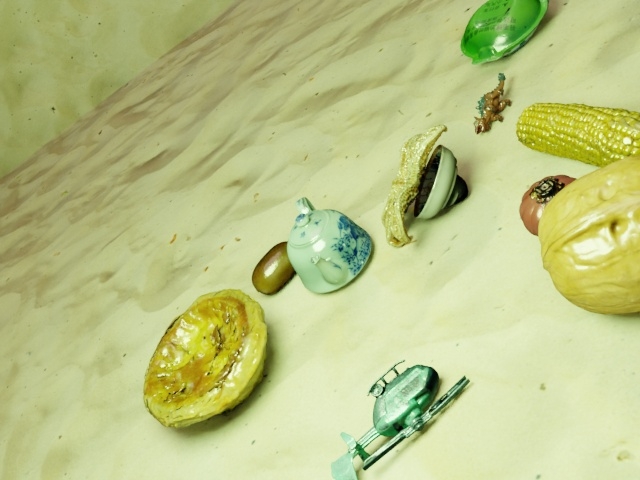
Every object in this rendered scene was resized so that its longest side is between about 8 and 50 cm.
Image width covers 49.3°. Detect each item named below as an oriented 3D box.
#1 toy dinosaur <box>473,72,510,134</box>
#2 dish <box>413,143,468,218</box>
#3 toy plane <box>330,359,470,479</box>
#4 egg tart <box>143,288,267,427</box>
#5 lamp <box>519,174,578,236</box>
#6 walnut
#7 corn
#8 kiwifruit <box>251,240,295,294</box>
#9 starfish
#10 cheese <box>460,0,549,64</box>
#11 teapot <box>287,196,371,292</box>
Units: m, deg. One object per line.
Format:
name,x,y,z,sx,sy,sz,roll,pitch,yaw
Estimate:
toy dinosaur,0.337,-0.268,1.366,0.055,0.049,0.154,-1,55,48
dish,0.228,-0.096,1.260,0.141,0.078,0.141,-163,90,-86
toy plane,0.102,0.254,1.000,0.235,0.060,0.096,-40,46,-7
egg tart,-0.199,0.226,1.276,0.290,0.115,0.290,-28,37,23
lamp,0.355,-0.051,1.057,0.107,0.092,0.107,-26,37,22
walnut,0.393,-0.007,0.895,0.226,0.193,0.193,-18,40,29
corn,0.426,-0.172,1.121,0.106,0.106,0.293,-47,34,-9
kiwifruit,-0.088,0.054,1.400,0.124,0.075,0.075,-50,34,-7
starfish,0.160,-0.107,1.250,0.216,0.071,0.238,-87,20,-49
cheese,0.413,-0.503,1.527,0.204,0.083,0.320,0,53,47
teapot,0.000,0.000,1.305,0.159,0.159,0.232,-33,34,11
